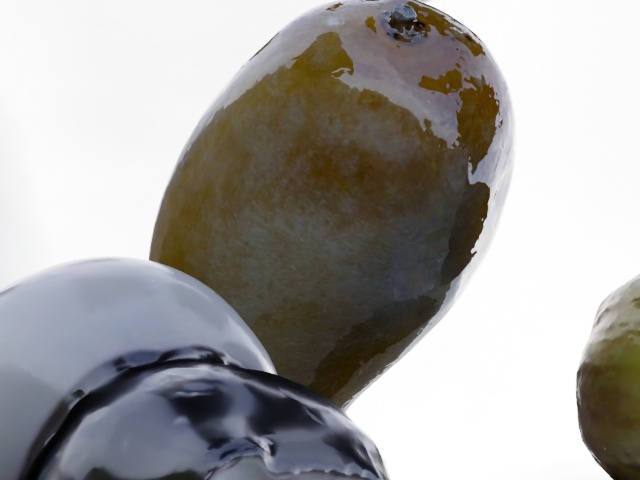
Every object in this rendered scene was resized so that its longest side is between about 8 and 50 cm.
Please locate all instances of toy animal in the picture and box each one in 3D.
[{"bbox_3d":[-0.088,0.107,0.826,0.235,0.187,0.165,34,-41,47],"label":"toy animal"}]

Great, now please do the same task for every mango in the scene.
[{"bbox_3d":[0.000,0.000,1.195,0.199,0.222,0.384,59,-40,44],"label":"mango"}]

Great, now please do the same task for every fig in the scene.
[{"bbox_3d":[0.273,0.083,1.160,0.159,0.159,0.257,39,-25,-8],"label":"fig"}]

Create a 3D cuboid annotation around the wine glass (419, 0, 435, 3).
[{"bbox_3d":[0.070,-0.238,1.567,0.066,0.066,0.198,29,19,16],"label":"wine glass"}]
